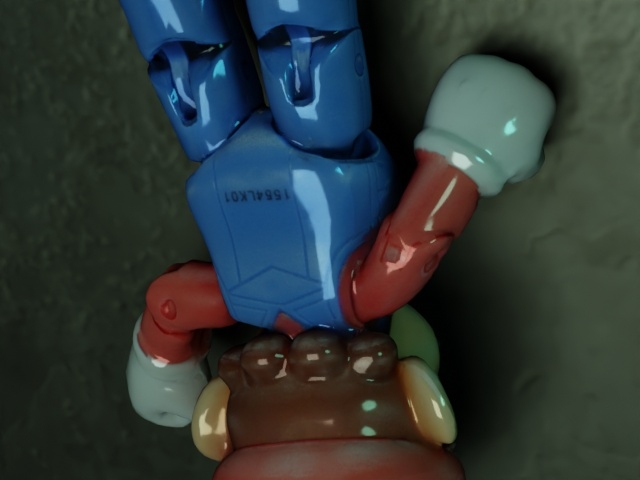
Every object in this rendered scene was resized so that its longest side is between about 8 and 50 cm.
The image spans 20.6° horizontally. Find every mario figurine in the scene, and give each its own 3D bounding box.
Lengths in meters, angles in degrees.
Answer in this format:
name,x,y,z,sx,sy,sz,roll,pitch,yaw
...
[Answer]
name,x,y,z,sx,sy,sz,roll,pitch,yaw
mario figurine,0.000,0.000,0.810,0.198,0.170,0.321,11,114,61
